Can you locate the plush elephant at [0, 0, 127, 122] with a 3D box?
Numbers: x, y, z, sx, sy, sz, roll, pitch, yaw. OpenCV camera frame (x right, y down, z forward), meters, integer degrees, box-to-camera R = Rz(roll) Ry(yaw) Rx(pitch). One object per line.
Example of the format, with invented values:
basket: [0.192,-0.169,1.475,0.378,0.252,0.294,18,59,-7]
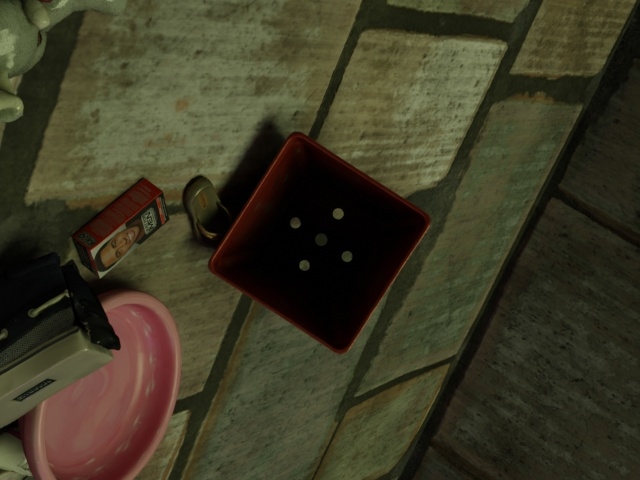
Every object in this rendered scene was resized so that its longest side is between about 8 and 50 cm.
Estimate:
plush elephant: [-0.302,-0.262,1.028,0.330,0.272,0.255,-24,135,-2]

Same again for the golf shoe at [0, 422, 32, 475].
golf shoe: [-0.439,0.326,1.669,0.067,0.086,0.186,-58,153,11]

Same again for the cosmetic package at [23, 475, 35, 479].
cosmetic package: [-0.421,0.491,1.778,0.151,0.183,0.151,-48,153,-18]

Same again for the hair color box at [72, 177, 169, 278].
hair color box: [-0.286,-0.018,1.580,0.141,0.043,0.072,-43,152,-25]

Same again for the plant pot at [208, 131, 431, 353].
plant pot: [0.000,0.000,1.853,0.267,0.267,0.236,-57,180,2]

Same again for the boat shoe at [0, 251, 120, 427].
boat shoe: [-0.436,0.150,1.452,0.340,0.158,0.127,-28,159,6]

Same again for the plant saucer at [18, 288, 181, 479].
plant saucer: [-0.339,0.230,1.652,0.332,0.084,0.332,-34,130,-53]

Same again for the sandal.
sandal: [-0.170,-0.035,1.756,0.072,0.049,0.180,-48,153,-17]
